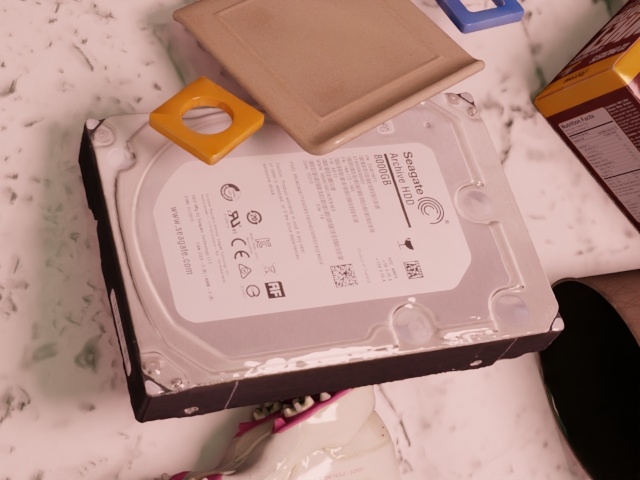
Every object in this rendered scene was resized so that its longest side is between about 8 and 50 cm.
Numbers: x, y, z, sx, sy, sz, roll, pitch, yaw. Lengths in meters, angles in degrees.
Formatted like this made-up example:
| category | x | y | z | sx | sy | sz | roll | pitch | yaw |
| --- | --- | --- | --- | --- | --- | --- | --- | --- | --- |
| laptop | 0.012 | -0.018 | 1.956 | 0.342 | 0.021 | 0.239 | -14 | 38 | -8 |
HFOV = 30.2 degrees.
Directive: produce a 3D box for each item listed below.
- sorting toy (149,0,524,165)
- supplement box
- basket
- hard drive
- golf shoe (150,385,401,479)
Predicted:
| category | x | y | z | sx | sy | sz | roll | pitch | yaw |
| --- | --- | --- | --- | --- | --- | --- | --- | --- | --- |
| sorting toy | 0.004 | -0.152 | 0.961 | 0.347 | 0.047 | 0.196 | -30 | 60 | -29 |
| supplement box | 0.342 | -0.128 | 1.085 | 0.191 | 0.129 | 0.194 | -45 | 100 | -20 |
| basket | 0.332 | 0.101 | 1.048 | 0.226 | 0.154 | 0.204 | -16 | 91 | -25 |
| hard drive | 0.000 | 0.000 | 0.930 | 0.338 | 0.064 | 0.237 | -5 | 62 | -22 |
| golf shoe | -0.062 | 0.223 | 0.902 | 0.306 | 0.115 | 0.140 | -30 | 98 | -20 |
